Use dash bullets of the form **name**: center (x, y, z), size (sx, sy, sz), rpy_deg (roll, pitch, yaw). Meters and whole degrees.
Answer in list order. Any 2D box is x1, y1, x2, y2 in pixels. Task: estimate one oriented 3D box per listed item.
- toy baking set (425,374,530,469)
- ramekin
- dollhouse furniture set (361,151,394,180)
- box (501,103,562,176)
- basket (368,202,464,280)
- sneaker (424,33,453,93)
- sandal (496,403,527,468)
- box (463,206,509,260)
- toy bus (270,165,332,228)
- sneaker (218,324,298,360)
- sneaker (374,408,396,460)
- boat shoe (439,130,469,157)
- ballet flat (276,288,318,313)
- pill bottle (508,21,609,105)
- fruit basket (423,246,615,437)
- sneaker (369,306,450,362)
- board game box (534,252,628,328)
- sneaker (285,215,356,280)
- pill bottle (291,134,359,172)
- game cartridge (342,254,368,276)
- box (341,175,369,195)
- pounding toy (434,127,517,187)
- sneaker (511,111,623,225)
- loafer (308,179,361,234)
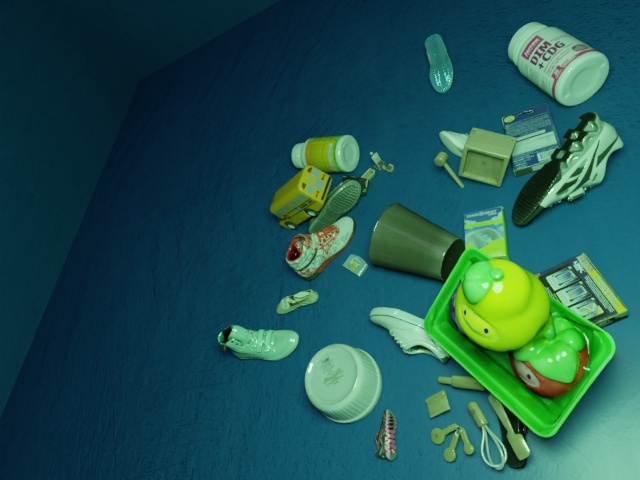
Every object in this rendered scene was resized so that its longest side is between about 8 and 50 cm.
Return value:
- **toy baking set**: center (0.355, 0.412, 1.050), size (0.256, 0.030, 0.196), rpy_deg (-16, 59, 44)
- **ramekin**: center (0.053, 0.383, 1.247), size (0.207, 0.109, 0.207), rpy_deg (-19, 51, 25)
- **dollhouse furniture set**: center (0.182, -0.251, 1.612), size (0.114, 0.081, 0.091), rpy_deg (-47, 45, -1)
- **box**: center (0.630, -0.303, 1.360), size (0.136, 0.036, 0.225), rpy_deg (-15, 54, 27)
- **basket**: center (0.280, 0.019, 1.313), size (0.227, 0.154, 0.204), rpy_deg (25, 94, 39)
- **sneaker**: center (0.450, -0.649, 1.700), size (0.087, 0.092, 0.228), rpy_deg (-12, 74, 26)
- **sandal**: center (0.430, 0.406, 1.012), size (0.067, 0.040, 0.179), rpy_deg (-26, 54, 53)
- **box**: center (0.463, -0.020, 1.281), size (0.109, 0.042, 0.178), rpy_deg (-11, 55, 29)
- **toy bus**: center (-0.077, -0.141, 1.601), size (0.333, 0.130, 0.108), rpy_deg (-25, 43, 60)
- **sneaker**: center (-0.205, 0.318, 1.446), size (0.256, 0.151, 0.094), rpy_deg (-15, 51, 25)
- **sneaker**: center (0.159, 0.488, 1.149), size (0.057, 0.047, 0.119), rpy_deg (-21, 48, 37)
- **boat shoe**: center (0.463, -0.314, 1.471), size (0.063, 0.066, 0.184), rpy_deg (-38, 44, -6)
- **ballet flat**: center (-0.086, 0.196, 1.514), size (0.168, 0.052, 0.057), rpy_deg (-23, 50, 21)
- **pill bottle**: center (0.709, -0.545, 1.386), size (0.160, 0.160, 0.283), rpy_deg (-34, 46, 12)
- **fruit basket**: center (0.380, 0.178, 0.945), size (0.392, 0.392, 0.283), rpy_deg (42, 114, 45)
- **sneaker**: center (0.233, 0.250, 1.220), size (0.258, 0.094, 0.091), rpy_deg (12, 64, 39)
- **board game box**: center (0.601, 0.132, 1.074), size (0.141, 0.048, 0.170), rpy_deg (-28, 48, 15)
- **sneaker**: center (0.000, 0.001, 1.522), size (0.270, 0.145, 0.090), rpy_deg (-49, 45, -4)
- **pill bottle**: center (0.013, -0.328, 1.747), size (0.246, 0.136, 0.136), rpy_deg (6, 64, 38)
- **game cartridge**: center (0.115, 0.078, 1.480), size (0.056, 0.017, 0.083), rpy_deg (-50, 45, -10)
- **box**: center (0.122, -0.195, 1.621), size (0.083, 0.052, 0.062), rpy_deg (19, 108, 42)
- **pounding toy**: center (0.454, -0.244, 1.366), size (0.206, 0.181, 0.094), rpy_deg (21, 62, 20)
- **sneaker**: center (0.650, -0.152, 1.191), size (0.330, 0.146, 0.122), rpy_deg (-56, 13, 22)
- **loafer**: center (0.039, -0.125, 1.597), size (0.251, 0.094, 0.087), rpy_deg (-45, 35, 21)
